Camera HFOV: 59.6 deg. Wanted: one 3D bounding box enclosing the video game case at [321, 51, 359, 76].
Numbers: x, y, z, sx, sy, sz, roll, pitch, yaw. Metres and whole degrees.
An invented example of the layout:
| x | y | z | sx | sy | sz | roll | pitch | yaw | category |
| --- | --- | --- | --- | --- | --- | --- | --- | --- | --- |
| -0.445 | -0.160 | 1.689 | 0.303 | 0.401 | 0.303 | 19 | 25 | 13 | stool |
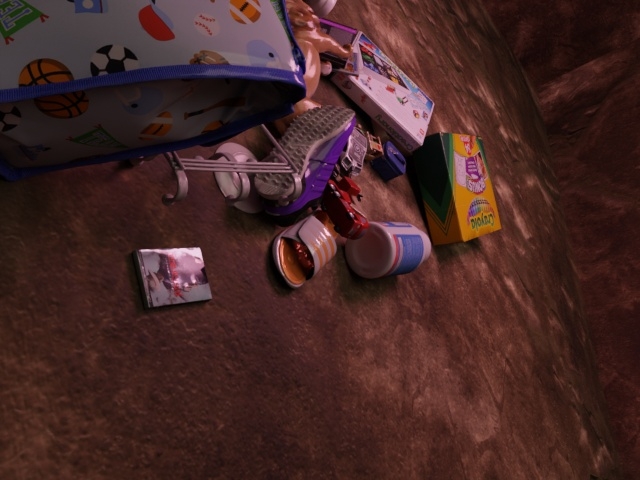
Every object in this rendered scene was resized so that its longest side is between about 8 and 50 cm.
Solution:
| x | y | z | sx | sy | sz | roll | pitch | yaw | category |
| --- | --- | --- | --- | --- | --- | --- | --- | --- | --- |
| 0.038 | -0.454 | 1.406 | 0.122 | 0.011 | 0.087 | 9 | 54 | -10 | video game case |

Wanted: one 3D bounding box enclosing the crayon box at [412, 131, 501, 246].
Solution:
| x | y | z | sx | sy | sz | roll | pitch | yaw | category |
| --- | --- | --- | --- | --- | --- | --- | --- | --- | --- |
| 0.425 | -0.161 | 1.709 | 0.363 | 0.106 | 0.313 | -12 | 89 | -55 | crayon box |

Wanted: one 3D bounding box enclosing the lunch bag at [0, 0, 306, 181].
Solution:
| x | y | z | sx | sy | sz | roll | pitch | yaw | category |
| --- | --- | --- | --- | --- | --- | --- | --- | --- | --- |
| -0.234 | -0.278 | 0.678 | 0.386 | 0.239 | 0.327 | -15 | 80 | -11 | lunch bag |

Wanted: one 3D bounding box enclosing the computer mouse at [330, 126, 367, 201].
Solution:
| x | y | z | sx | sy | sz | roll | pitch | yaw | category |
| --- | --- | --- | --- | --- | --- | --- | --- | --- | --- |
| 0.070 | -0.188 | 1.335 | 0.106 | 0.042 | 0.193 | 36 | 50 | -30 | computer mouse |

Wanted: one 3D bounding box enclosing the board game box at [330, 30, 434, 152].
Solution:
| x | y | z | sx | sy | sz | roll | pitch | yaw | category |
| --- | --- | --- | --- | --- | --- | --- | --- | --- | --- |
| 0.177 | -0.406 | 1.526 | 0.305 | 0.053 | 0.193 | 38 | 50 | -20 | board game box |

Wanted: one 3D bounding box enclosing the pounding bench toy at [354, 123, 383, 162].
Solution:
| x | y | z | sx | sy | sz | roll | pitch | yaw | category |
| --- | --- | --- | --- | --- | --- | --- | --- | --- | --- |
| 0.118 | -0.251 | 1.422 | 0.065 | 0.052 | 0.083 | 8 | 64 | -52 | pounding bench toy |

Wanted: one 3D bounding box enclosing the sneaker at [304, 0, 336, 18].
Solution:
| x | y | z | sx | sy | sz | roll | pitch | yaw | category |
| --- | --- | --- | --- | --- | --- | --- | --- | --- | --- |
| -0.052 | -0.701 | 1.418 | 0.169 | 0.108 | 0.292 | 25 | 43 | -42 | sneaker |

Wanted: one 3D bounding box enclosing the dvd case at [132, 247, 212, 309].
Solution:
| x | y | z | sx | sy | sz | roll | pitch | yaw | category |
| --- | --- | --- | --- | --- | --- | --- | --- | --- | --- |
| -0.217 | 0.053 | 0.828 | 0.119 | 0.013 | 0.087 | -1 | 72 | -53 | dvd case |

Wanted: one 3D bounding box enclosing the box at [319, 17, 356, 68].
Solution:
| x | y | z | sx | sy | sz | roll | pitch | yaw | category |
| --- | --- | --- | --- | --- | --- | --- | --- | --- | --- |
| 0.023 | -0.502 | 1.408 | 0.116 | 0.029 | 0.162 | 18 | 47 | -4 | box |

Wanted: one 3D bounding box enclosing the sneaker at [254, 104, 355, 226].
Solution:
| x | y | z | sx | sy | sz | roll | pitch | yaw | category |
| --- | --- | --- | --- | --- | --- | --- | --- | --- | --- |
| -0.023 | -0.142 | 1.096 | 0.293 | 0.102 | 0.146 | -53 | 148 | -31 | sneaker |

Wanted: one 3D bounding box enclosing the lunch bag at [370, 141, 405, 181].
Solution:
| x | y | z | sx | sy | sz | roll | pitch | yaw | category |
| --- | --- | --- | --- | --- | --- | --- | --- | --- | --- |
| 0.185 | -0.208 | 1.478 | 0.098 | 0.065 | 0.067 | 40 | 43 | -33 | lunch bag |

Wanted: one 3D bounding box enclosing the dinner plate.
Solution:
| x | y | z | sx | sy | sz | roll | pitch | yaw | category |
| --- | --- | --- | --- | --- | --- | --- | --- | --- | --- |
| -0.139 | -0.118 | 1.031 | 0.141 | 0.017 | 0.141 | 30 | 50 | -43 | dinner plate |

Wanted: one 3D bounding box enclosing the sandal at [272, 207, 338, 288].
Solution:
| x | y | z | sx | sy | sz | roll | pitch | yaw | category |
| --- | --- | --- | --- | --- | --- | --- | --- | --- | --- |
| -0.005 | -0.009 | 1.095 | 0.102 | 0.076 | 0.265 | 57 | 35 | -13 | sandal |

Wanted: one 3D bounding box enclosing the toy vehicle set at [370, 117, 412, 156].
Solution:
| x | y | z | sx | sy | sz | roll | pitch | yaw | category |
| --- | --- | --- | --- | --- | --- | --- | --- | --- | --- |
| 0.196 | -0.386 | 1.620 | 0.166 | 0.035 | 0.266 | 16 | 59 | -49 | toy vehicle set |

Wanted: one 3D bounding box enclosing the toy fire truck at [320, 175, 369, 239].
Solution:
| x | y | z | sx | sy | sz | roll | pitch | yaw | category |
| --- | --- | --- | --- | --- | --- | --- | --- | --- | --- |
| 0.056 | -0.070 | 1.168 | 0.135 | 0.047 | 0.192 | 17 | 32 | -46 | toy fire truck |

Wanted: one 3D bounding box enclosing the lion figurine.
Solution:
| x | y | z | sx | sy | sz | roll | pitch | yaw | category |
| --- | --- | --- | --- | --- | --- | --- | --- | --- | --- |
| -0.050 | -0.344 | 1.179 | 0.240 | 0.142 | 0.392 | 12 | 66 | -42 | lion figurine |

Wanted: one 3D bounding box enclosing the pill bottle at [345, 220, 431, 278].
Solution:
| x | y | z | sx | sy | sz | roll | pitch | yaw | category |
| --- | --- | --- | --- | --- | --- | --- | --- | --- | --- |
| 0.163 | 0.019 | 1.266 | 0.221 | 0.124 | 0.124 | -1 | 72 | -53 | pill bottle |

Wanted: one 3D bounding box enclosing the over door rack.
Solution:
| x | y | z | sx | sy | sz | roll | pitch | yaw | category |
| --- | --- | --- | --- | --- | --- | --- | --- | --- | --- |
| -0.194 | -0.189 | 0.907 | 0.240 | 0.108 | 0.324 | -5 | 61 | -45 | over door rack |
